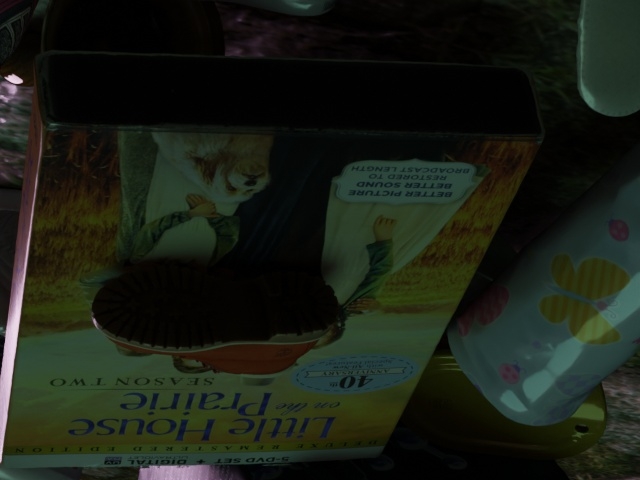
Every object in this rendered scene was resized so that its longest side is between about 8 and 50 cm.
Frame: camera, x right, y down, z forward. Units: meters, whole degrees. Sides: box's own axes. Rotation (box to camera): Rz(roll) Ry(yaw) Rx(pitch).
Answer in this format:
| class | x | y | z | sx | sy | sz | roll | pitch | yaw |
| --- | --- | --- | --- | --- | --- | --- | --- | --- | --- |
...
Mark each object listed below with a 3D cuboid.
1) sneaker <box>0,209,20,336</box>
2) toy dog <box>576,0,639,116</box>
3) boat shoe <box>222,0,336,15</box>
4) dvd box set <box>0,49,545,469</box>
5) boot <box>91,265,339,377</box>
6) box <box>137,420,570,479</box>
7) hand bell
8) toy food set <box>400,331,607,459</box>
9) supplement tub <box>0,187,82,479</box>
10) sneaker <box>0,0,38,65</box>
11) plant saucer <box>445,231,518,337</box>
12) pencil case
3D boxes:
| class | x | y | z | sx | sy | sz | roll | pitch | yaw |
| --- | --- | --- | --- | --- | --- | --- | --- | --- | --- |
| sneaker | -0.188 | 0.058 | 1.332 | 0.268 | 0.101 | 0.153 | 12 | 159 | -8 |
| toy dog | 0.217 | -0.104 | 0.817 | 0.334 | 0.161 | 0.220 | 13 | 162 | -2 |
| boat shoe | -0.057 | -0.169 | 0.999 | 0.142 | 0.049 | 0.040 | 10 | 129 | 11 |
| dvd box set | -0.057 | 0.032 | 1.133 | 0.308 | 0.062 | 0.420 | 1 | 145 | -15 |
| boot | -0.075 | 0.061 | 1.066 | 0.158 | 0.059 | 0.084 | 4 | 149 | -20 |
| box | 0.027 | 0.244 | 1.503 | 0.293 | 0.212 | 0.395 | 1 | -154 | -22 |
| hand bell | -0.177 | -0.129 | 1.138 | 0.126 | 0.126 | 0.242 | 23 | 172 | -30 |
| toy food set | 0.130 | 0.112 | 1.370 | 0.218 | 0.071 | 0.128 | 6 | 137 | 12 |
| supplement tub | -0.297 | 0.106 | 1.595 | 0.191 | 0.272 | 0.191 | 11 | 162 | 4 |
| sneaker | -0.270 | -0.142 | 1.118 | 0.121 | 0.112 | 0.299 | 43 | 161 | -30 |
| plant saucer | 0.000 | 0.000 | 1.365 | 0.400 | 0.100 | 0.400 | 10 | 162 | 3 |
| pencil case | 0.203 | 0.015 | 1.114 | 0.113 | 0.124 | 0.273 | 49 | 133 | 8 |
